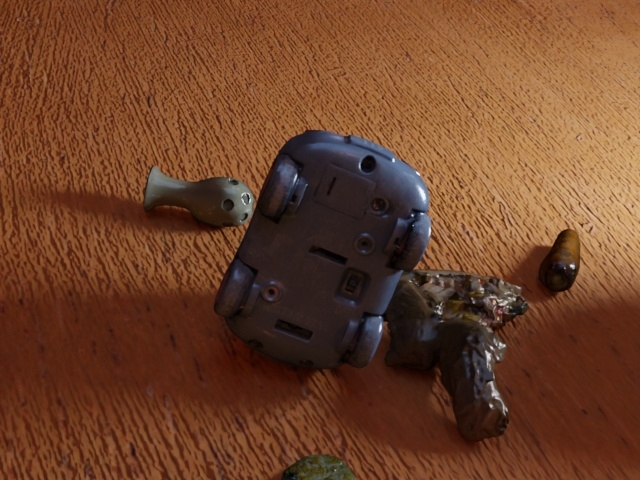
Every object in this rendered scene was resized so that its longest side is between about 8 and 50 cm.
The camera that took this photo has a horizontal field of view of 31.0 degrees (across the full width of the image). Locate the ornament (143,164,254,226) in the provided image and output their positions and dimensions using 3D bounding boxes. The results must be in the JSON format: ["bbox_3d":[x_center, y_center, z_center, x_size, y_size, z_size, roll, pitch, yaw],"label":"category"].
[{"bbox_3d":[-0.173,-0.061,1.672,0.156,0.081,0.075,9,63,6],"label":"ornament"}]

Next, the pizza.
[{"bbox_3d":[0.187,0.093,1.525,0.185,0.052,0.195,6,31,1],"label":"pizza"}]

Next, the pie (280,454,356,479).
[{"bbox_3d":[-0.001,0.255,1.222,0.085,0.017,0.085,6,29,-3],"label":"pie"}]

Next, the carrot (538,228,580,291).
[{"bbox_3d":[0.354,0.027,1.688,0.055,0.055,0.161,17,23,13],"label":"carrot"}]

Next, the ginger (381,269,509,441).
[{"bbox_3d":[0.142,0.128,1.409,0.122,0.084,0.290,-22,39,-16],"label":"ginger"}]

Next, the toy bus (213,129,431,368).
[{"bbox_3d":[0.000,0.000,1.408,0.197,0.294,0.232,21,17,-8],"label":"toy bus"}]
